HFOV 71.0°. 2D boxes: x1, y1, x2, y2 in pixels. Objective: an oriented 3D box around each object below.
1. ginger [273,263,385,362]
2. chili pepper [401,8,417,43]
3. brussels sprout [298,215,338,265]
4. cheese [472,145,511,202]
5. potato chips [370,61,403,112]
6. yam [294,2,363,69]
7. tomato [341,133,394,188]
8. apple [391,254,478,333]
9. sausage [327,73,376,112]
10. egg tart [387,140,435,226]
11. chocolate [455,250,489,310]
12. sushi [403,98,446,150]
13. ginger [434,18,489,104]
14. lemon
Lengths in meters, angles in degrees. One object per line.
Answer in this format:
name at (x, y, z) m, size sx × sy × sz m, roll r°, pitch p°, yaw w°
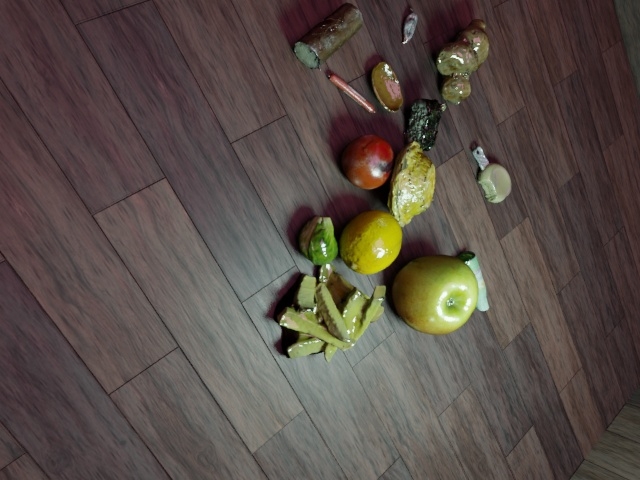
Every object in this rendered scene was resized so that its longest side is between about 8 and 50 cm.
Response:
ginger at (0.043, 0.266, 1.657) m, size 0.413 × 0.211 × 0.358 m, roll -27°, pitch 102°, yaw -25°
chili pepper at (0.374, -0.899, 1.886) m, size 0.050 × 0.041 × 0.153 m, roll 15°, pitch 83°, yaw 14°
brussels sprout at (-0.006, 0.004, 1.660) m, size 0.145 × 0.131 × 0.183 m, roll -27°, pitch 107°, yaw -31°
cheese at (0.795, -0.316, 2.119) m, size 0.163 × 0.082 × 0.286 m, roll -47°, pitch 109°, yaw -20°
potato chips at (0.265, -0.617, 1.832) m, size 0.150 × 0.049 × 0.202 m, roll -46°, pitch 110°, yaw -23°
yam at (0.031, -0.752, 1.658) m, size 0.280 × 0.131 × 0.131 m, roll -47°, pitch 112°, yaw -20°
tomato at (0.189, -0.302, 1.724) m, size 0.208 × 0.184 × 0.208 m, roll -1°, pitch 92°, yaw -27°
apple at (0.478, 0.224, 1.835) m, size 0.338 × 0.305 × 0.339 m, roll -2°, pitch 94°, yaw -30°
sausage at (0.127, -0.576, 1.767) m, size 0.253 × 0.034 × 0.034 m, roll 32°, pitch 77°, yaw -25°
egg tart at (0.376, -0.222, 1.784) m, size 0.341 × 0.132 × 0.341 m, roll -37°, pitch 133°, yaw -54°
chocolate at (0.712, 0.198, 2.082) m, size 0.110 × 0.110 × 0.291 m, roll -34°, pitch 109°, yaw -23°
sushi at (0.429, -0.486, 1.886) m, size 0.115 × 0.147 × 0.213 m, roll -10°, pitch 114°, yaw -34°
ginger at (0.626, -0.802, 1.962) m, size 0.256 × 0.176 × 0.375 m, roll 46°, pitch 68°, yaw -41°
lemon at (0.191, 0.005, 1.711) m, size 0.236 × 0.236 × 0.263 m, roll 43°, pitch 35°, yaw -23°
